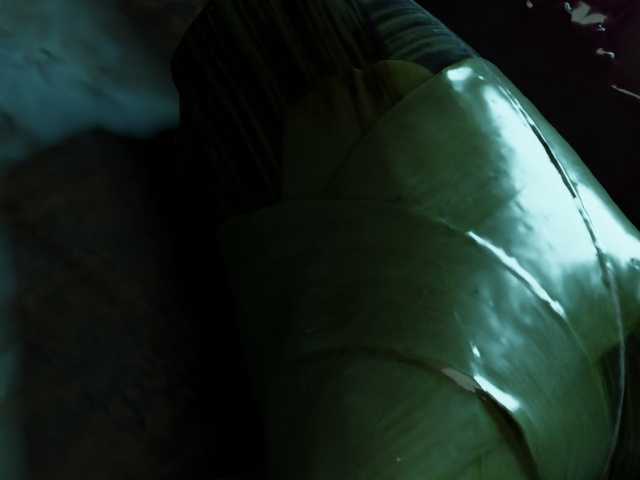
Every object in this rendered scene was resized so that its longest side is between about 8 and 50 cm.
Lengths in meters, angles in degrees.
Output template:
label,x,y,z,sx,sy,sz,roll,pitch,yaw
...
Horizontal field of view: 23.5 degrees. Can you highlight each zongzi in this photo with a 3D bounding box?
label,x,y,z,sx,sy,sz,roll,pitch,yaw
zongzi,0.000,0.000,0.587,0.289,0.154,0.317,50,22,17

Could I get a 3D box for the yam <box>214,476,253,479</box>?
label,x,y,z,sx,sy,sz,roll,pitch,yaw
yam,-0.036,0.122,0.520,0.043,0.043,0.094,31,32,-23

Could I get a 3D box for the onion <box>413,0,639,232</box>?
label,x,y,z,sx,sy,sz,roll,pitch,yaw
onion,0.187,-0.165,0.936,0.358,0.345,0.358,16,51,-20
